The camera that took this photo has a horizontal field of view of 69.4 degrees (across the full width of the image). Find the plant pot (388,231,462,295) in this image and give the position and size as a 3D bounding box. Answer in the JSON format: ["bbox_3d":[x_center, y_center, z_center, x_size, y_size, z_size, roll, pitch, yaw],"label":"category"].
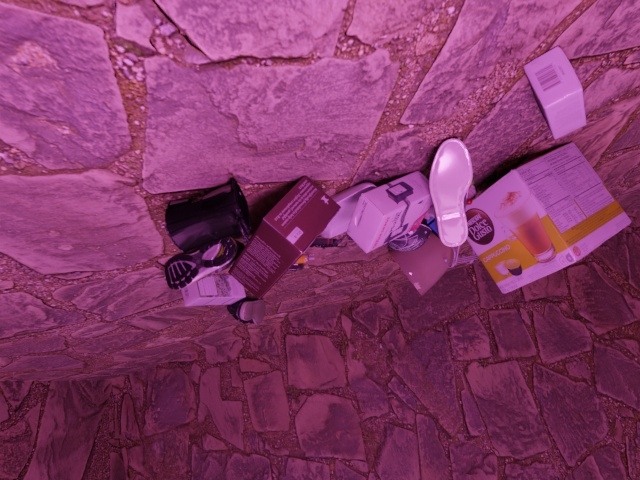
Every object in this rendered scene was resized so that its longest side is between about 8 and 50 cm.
[{"bbox_3d":[0.490,0.069,2.079,0.273,0.257,0.256,-36,160,6],"label":"plant pot"}]

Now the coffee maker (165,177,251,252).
[{"bbox_3d":[-0.262,-0.048,1.070,0.178,0.120,0.171,-19,-153,4],"label":"coffee maker"}]

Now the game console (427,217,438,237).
[{"bbox_3d":[0.457,-0.059,1.862,0.123,0.085,0.144,-10,161,-23],"label":"game console"}]

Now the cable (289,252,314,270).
[{"bbox_3d":[-0.168,0.083,1.791,0.286,0.072,0.139,-1,176,-12],"label":"cable"}]

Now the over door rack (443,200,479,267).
[{"bbox_3d":[0.655,-0.049,1.941,0.239,0.108,0.325,-9,127,-27],"label":"over door rack"}]

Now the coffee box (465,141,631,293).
[{"bbox_3d":[0.736,-0.074,1.577,0.337,0.335,0.338,-24,167,-28],"label":"coffee box"}]

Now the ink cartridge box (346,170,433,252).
[{"bbox_3d":[0.210,-0.085,1.361,0.237,0.100,0.172,-24,150,-32],"label":"ink cartridge box"}]

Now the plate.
[{"bbox_3d":[0.082,-0.096,1.453,0.277,0.045,0.277,-24,161,20],"label":"plate"}]

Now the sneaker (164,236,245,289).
[{"bbox_3d":[-0.361,0.077,1.456,0.299,0.111,0.121,-22,166,21],"label":"sneaker"}]

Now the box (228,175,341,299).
[{"bbox_3d":[-0.113,0.007,1.294,0.191,0.143,0.381,-50,-176,-35],"label":"box"}]

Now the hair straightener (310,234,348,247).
[{"bbox_3d":[0.000,0.000,1.536,0.230,0.047,0.089,-4,169,34],"label":"hair straightener"}]

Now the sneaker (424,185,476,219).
[{"bbox_3d":[0.430,-0.127,1.584,0.251,0.112,0.103,-12,162,-17],"label":"sneaker"}]

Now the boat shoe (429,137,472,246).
[{"bbox_3d":[0.366,-0.141,1.319,0.116,0.320,0.099,-6,-153,8],"label":"boat shoe"}]

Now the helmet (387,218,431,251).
[{"bbox_3d":[0.290,-0.040,1.584,0.169,0.162,0.169,-4,150,-2],"label":"helmet"}]

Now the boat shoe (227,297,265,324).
[{"bbox_3d":[-0.363,0.343,2.263,0.112,0.127,0.340,9,175,12],"label":"boat shoe"}]

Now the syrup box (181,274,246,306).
[{"bbox_3d":[-0.407,0.190,1.768,0.096,0.093,0.236,-28,160,30],"label":"syrup box"}]

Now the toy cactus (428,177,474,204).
[{"bbox_3d":[0.391,-0.161,1.451,0.180,0.112,0.219,-5,159,22],"label":"toy cactus"}]

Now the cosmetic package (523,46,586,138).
[{"bbox_3d":[0.546,-0.332,1.067,0.085,0.118,0.231,-26,162,28],"label":"cosmetic package"}]

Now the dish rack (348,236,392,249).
[{"bbox_3d":[0.250,-0.028,1.777,0.271,0.074,0.208,-5,158,-34],"label":"dish rack"}]
